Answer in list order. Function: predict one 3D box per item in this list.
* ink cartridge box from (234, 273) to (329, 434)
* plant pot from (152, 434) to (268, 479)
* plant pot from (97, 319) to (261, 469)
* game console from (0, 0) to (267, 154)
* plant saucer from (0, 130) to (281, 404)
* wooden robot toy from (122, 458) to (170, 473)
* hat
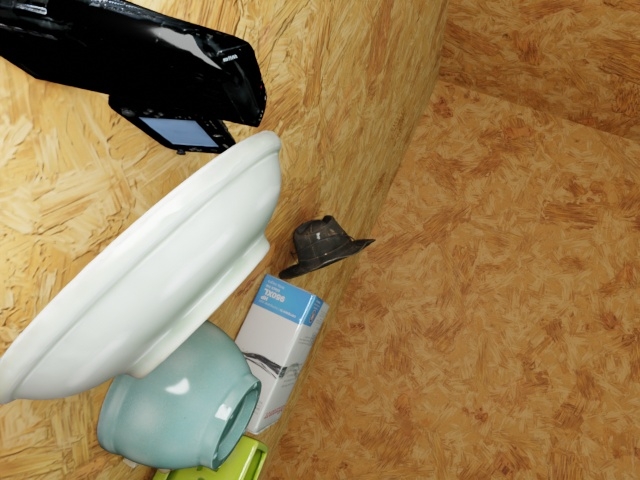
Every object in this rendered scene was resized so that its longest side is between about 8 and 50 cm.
[{"bbox_3d":[-0.140,0.328,1.323,0.285,0.166,0.395,59,54,-73],"label":"ink cartridge box"},{"bbox_3d":[-0.274,0.574,1.101,0.227,0.207,0.228,87,25,-61],"label":"plant pot"},{"bbox_3d":[-0.236,0.306,0.856,0.293,0.196,0.293,-60,165,-27],"label":"plant pot"},{"bbox_3d":[-0.153,-0.138,0.459,0.361,0.213,0.044,71,32,-87],"label":"game console"},{"bbox_3d":[-0.166,0.046,0.523,0.400,0.100,0.400,-44,-172,8],"label":"plant saucer"},{"bbox_3d":[-0.340,0.456,0.949,0.076,0.079,0.173,-61,166,-22],"label":"wooden robot toy"},{"bbox_3d":[0.000,0.000,1.341,0.134,0.331,0.331,67,22,-4],"label":"hat"}]
